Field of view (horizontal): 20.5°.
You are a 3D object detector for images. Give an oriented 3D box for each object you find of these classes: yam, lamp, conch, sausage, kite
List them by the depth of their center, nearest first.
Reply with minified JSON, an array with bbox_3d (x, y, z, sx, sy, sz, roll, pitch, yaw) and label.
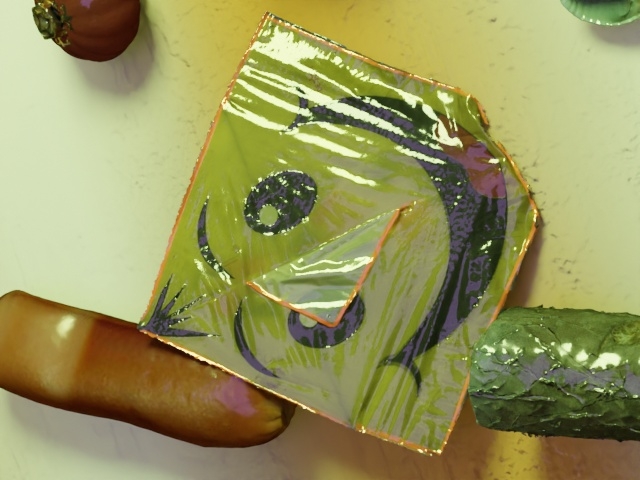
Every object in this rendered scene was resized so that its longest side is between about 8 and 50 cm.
[{"bbox_3d":[0.214,-0.197,1.278,0.085,0.056,0.076,-19,108,44],"label":"conch"},{"bbox_3d":[0.209,0.099,1.286,0.183,0.107,0.107,5,98,21],"label":"yam"},{"bbox_3d":[0.001,0.000,1.376,0.327,0.013,0.377,-27,78,11],"label":"kite"},{"bbox_3d":[-0.190,-0.194,1.441,0.101,0.090,0.101,36,140,39],"label":"lamp"},{"bbox_3d":[-0.155,0.107,1.462,0.300,0.083,0.089,12,94,25],"label":"sausage"}]
